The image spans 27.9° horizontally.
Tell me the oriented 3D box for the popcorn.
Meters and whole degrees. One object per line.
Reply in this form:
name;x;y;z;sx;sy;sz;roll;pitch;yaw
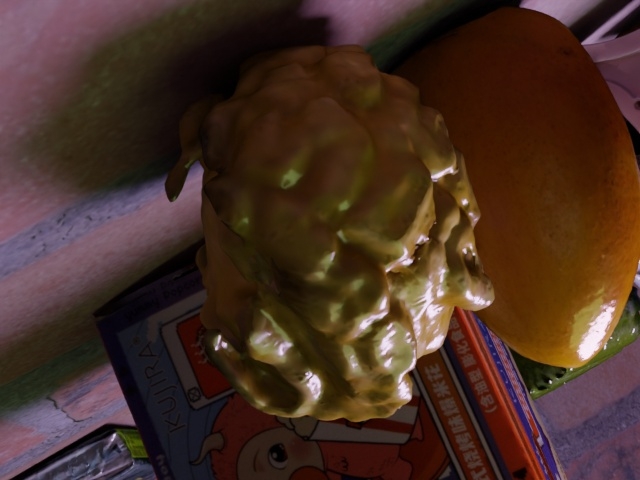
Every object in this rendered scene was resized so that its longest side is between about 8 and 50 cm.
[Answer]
popcorn;0.000;0.000;0.822;0.190;0.250;0.250;-22;167;-8

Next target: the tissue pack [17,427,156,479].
tissue pack;-0.306;0.321;1.754;0.173;0.073;0.235;-29;168;0

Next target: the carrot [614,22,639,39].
carrot;0.352;-0.194;1.155;0.072;0.072;0.205;-19;173;-42

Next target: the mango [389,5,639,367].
mango;0.150;-0.034;0.950;0.187;0.257;0.138;-34;167;18

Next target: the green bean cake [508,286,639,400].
green bean cake;0.241;0.062;1.570;0.156;0.250;0.247;-23;167;-26

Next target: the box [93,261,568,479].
box;0.023;0.167;1.189;0.318;0.349;0.257;-24;170;11

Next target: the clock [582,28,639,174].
clock;0.332;-0.163;1.084;0.290;0.276;0.080;6;-169;31

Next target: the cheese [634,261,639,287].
cheese;0.286;-0.001;1.428;0.163;0.249;0.070;-43;-165;-20

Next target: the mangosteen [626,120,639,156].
mangosteen;0.507;-0.089;1.550;0.307;0.307;0.347;-13;129;-54
